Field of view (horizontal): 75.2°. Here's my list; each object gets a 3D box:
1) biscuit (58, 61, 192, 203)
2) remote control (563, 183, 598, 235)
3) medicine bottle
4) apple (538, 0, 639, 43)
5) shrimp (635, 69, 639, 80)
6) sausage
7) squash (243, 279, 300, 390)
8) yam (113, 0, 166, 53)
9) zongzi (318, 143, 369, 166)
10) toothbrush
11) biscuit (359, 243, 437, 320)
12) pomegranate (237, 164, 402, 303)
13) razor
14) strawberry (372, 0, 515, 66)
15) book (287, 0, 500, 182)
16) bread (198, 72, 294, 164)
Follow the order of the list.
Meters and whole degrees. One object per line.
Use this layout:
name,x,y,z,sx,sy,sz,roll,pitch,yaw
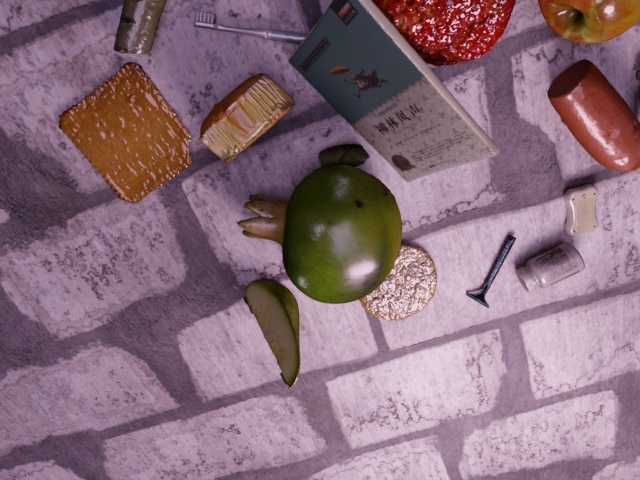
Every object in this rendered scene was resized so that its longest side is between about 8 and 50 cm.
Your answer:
biscuit,-0.411,-0.223,0.903,0.232,0.013,0.237,-31,111,11
remote control,0.620,-0.071,0.990,0.074,0.032,0.122,-14,112,4
medicine bottle,0.562,0.069,1.023,0.140,0.079,0.079,-29,111,10
apple,0.502,-0.461,0.738,0.195,0.196,0.196,-1,113,-2
shrimp,0.793,-0.301,0.879,0.360,0.085,0.247,40,97,-20
sausage,0.590,-0.247,0.872,0.259,0.114,0.113,41,106,-16
squash,-0.103,0.198,0.963,0.169,0.252,0.093,39,105,-16
yam,-0.343,-0.422,0.789,0.069,0.070,0.147,23,112,-11
zongzi,0.048,-0.175,0.883,0.103,0.113,0.052,-9,107,2
toothbrush,-0.080,-0.412,0.827,0.341,0.025,0.030,8,110,-4
biscuit,0.192,0.107,1.054,0.219,0.033,0.220,-1,111,-2
pomegranate,0.000,0.000,0.883,0.358,0.216,0.310,10,127,-4
razor,0.441,0.073,1.052,0.066,0.033,0.190,32,111,30
strawberry,0.191,-0.425,0.688,0.249,0.288,0.239,-4,106,-20
book,0.125,-0.265,0.789,0.379,0.264,0.031,40,72,-16
bread,-0.155,-0.249,0.836,0.190,0.132,0.114,-42,106,12
